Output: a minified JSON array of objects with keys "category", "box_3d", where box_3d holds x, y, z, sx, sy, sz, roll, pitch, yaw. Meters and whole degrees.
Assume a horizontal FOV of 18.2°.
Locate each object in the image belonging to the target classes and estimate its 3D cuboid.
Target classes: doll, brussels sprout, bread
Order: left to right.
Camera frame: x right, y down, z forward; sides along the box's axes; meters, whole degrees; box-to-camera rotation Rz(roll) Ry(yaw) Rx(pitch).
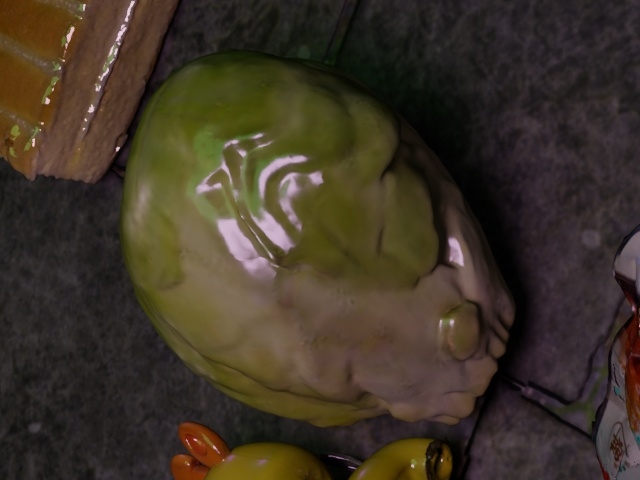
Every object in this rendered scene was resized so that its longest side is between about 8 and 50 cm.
[{"category":"bread","box_3d":[-0.254,-0.193,1.732,0.246,0.111,0.239,30,103,38]},{"category":"doll","box_3d":[-0.014,0.192,1.457,0.221,0.135,0.143,1,128,34]},{"category":"brussels sprout","box_3d":[-0.010,-0.004,1.420,0.242,0.316,0.274,-55,28,-18]}]

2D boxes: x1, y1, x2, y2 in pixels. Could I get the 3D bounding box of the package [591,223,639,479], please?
[{"category":"package","box_3d":[0.213,0.113,1.259,0.166,0.040,0.232,-113,20,-45]}]
